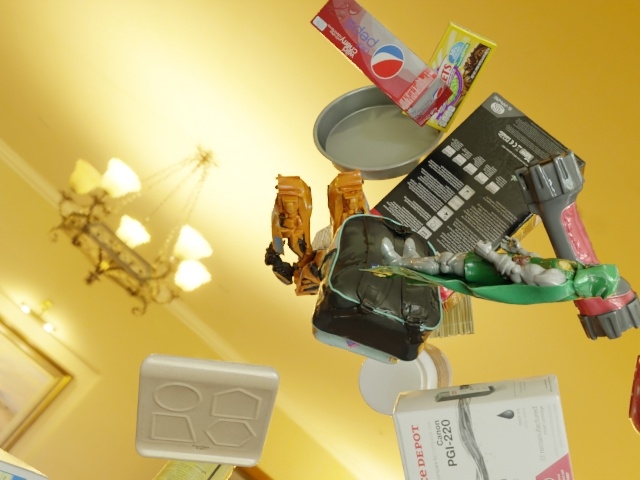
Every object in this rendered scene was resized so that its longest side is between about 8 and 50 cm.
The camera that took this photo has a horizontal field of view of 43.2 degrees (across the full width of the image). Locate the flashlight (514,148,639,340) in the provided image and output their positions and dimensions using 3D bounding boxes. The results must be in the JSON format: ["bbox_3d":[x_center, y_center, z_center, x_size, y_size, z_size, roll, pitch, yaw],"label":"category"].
[{"bbox_3d":[0.422,0.006,1.295,0.103,0.103,0.304,-10,-76,58],"label":"flashlight"}]

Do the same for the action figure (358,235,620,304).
[{"bbox_3d":[0.171,0.029,0.781,0.232,0.064,0.137,6,5,35],"label":"action figure"}]

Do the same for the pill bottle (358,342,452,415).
[{"bbox_3d":[0.185,0.297,1.745,0.161,0.161,0.283,31,3,20],"label":"pill bottle"}]

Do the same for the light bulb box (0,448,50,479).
[{"bbox_3d":[-0.710,0.469,1.309,0.225,0.358,0.361,15,-20,33],"label":"light bulb box"}]

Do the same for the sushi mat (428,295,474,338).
[{"bbox_3d":[0.239,0.058,1.720,0.151,0.317,0.019,-3,-24,7],"label":"sushi mat"}]

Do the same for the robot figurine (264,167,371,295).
[{"bbox_3d":[0.000,0.000,1.425,0.211,0.085,0.291,-4,-42,-1],"label":"robot figurine"}]

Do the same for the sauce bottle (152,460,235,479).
[{"bbox_3d":[-0.270,0.472,1.425,0.111,0.344,0.112,13,-59,22],"label":"sauce bottle"}]

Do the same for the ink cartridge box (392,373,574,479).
[{"bbox_3d":[0.217,0.276,1.074,0.217,0.092,0.159,-10,-84,15],"label":"ink cartridge box"}]

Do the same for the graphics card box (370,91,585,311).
[{"bbox_3d":[0.282,-0.075,1.515,0.233,0.371,0.094,44,-4,24],"label":"graphics card box"}]

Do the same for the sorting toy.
[{"bbox_3d":[-0.167,0.245,1.171,0.192,0.038,0.208,7,-52,-8],"label":"sorting toy"}]

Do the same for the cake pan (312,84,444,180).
[{"bbox_3d":[0.130,-0.235,1.763,0.293,0.293,0.054,25,-33,31],"label":"cake pan"}]

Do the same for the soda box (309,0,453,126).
[{"bbox_3d":[0.104,-0.316,1.394,0.263,0.083,0.092,48,12,23],"label":"soda box"}]

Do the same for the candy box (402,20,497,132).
[{"bbox_3d":[0.254,-0.323,1.611,0.105,0.027,0.206,23,-60,-7],"label":"candy box"}]

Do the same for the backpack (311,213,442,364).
[{"bbox_3d":[0.074,0.062,1.084,0.165,0.188,0.144,18,-42,-8],"label":"backpack"}]

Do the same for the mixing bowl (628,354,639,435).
[{"bbox_3d":[0.457,0.201,1.049,0.098,0.181,0.181,8,-34,24],"label":"mixing bowl"}]

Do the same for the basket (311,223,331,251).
[{"bbox_3d":[0.061,0.042,1.631,0.103,0.113,0.167,-23,-70,23],"label":"basket"}]
